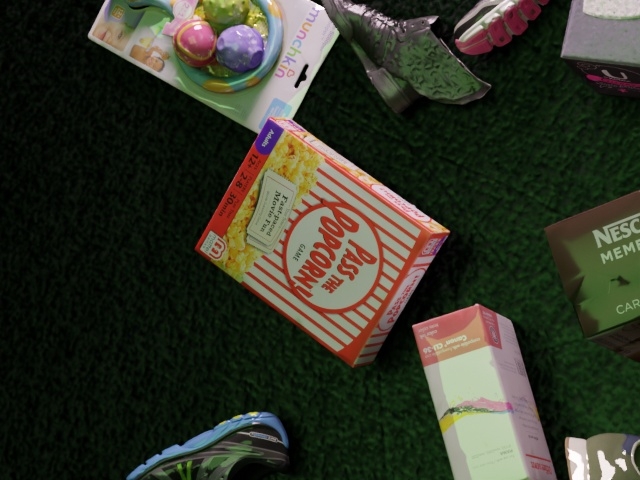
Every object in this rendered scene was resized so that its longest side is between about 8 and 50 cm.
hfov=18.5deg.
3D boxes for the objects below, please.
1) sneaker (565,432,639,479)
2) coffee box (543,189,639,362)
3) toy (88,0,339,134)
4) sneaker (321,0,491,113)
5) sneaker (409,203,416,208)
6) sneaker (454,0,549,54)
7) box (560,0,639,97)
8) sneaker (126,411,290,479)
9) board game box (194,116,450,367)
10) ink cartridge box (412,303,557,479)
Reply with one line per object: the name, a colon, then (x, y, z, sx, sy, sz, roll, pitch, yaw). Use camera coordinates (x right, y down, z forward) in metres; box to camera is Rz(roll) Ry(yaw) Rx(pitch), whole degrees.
sneaker: (0.258, 0.237, 1.642, 0.086, 0.064, 0.192, -10, 46, 8)
coffee box: (0.290, 0.027, 1.595, 0.141, 0.246, 0.098, -22, 74, 16)
toy: (-0.111, -0.209, 1.895, 0.237, 0.056, 0.137, 30, 93, 23)
sneaker: (0.076, -0.186, 1.824, 0.089, 0.051, 0.170, -35, 75, 12)
sneaker: (0.029, -0.018, 1.815, 0.118, 0.042, 0.067, -32, 74, 15)
sneaker: (0.174, -0.245, 1.788, 0.170, 0.063, 0.075, -47, 69, 3)
box: (0.350, -0.202, 1.668, 0.247, 0.142, 0.163, 10, 85, 22)
sneaker: (-0.111, 0.227, 1.814, 0.188, 0.067, 0.078, -29, 66, 11)
board game box: (0.000, 0.000, 1.780, 0.193, 0.045, 0.146, 35, 106, 20)
ink cartridge box: (0.148, 0.164, 1.697, 0.067, 0.115, 0.198, -20, 74, 16)
